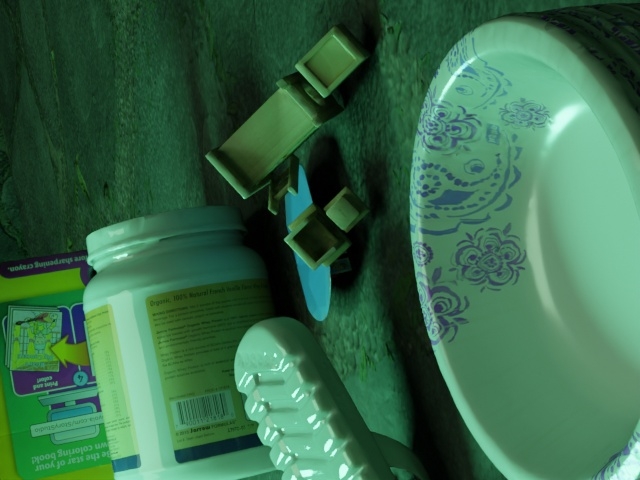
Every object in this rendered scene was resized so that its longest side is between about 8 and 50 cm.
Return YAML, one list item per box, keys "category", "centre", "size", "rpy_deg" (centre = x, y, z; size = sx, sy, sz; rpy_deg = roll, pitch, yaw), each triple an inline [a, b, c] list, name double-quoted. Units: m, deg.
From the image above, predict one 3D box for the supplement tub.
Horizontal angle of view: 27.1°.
- category: "supplement tub"
  centre: [-0.158, 0.132, 1.590]
  size: [0.228, 0.228, 0.316]
  rpy_deg: [151, 109, -68]

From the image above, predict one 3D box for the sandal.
- category: "sandal"
  centre: [0.057, 0.253, 1.261]
  size: [0.169, 0.102, 0.416]
  rpy_deg: [-33, 80, 52]

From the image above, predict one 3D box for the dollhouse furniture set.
- category: "dollhouse furniture set"
  centre: [0.017, -0.092, 1.290]
  size: [0.161, 0.182, 0.101]
  rpy_deg: [47, -161, 0]

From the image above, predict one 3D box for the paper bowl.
- category: "paper bowl"
  centre: [0.176, 0.006, 0.767]
  size: [0.284, 0.148, 0.284]
  rpy_deg: [172, 90, -70]

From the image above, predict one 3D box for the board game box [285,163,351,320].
- category: "board game box"
  centre: [0.000, 0.000, 1.398]
  size: [0.133, 0.033, 0.169]
  rpy_deg: [111, 147, -64]

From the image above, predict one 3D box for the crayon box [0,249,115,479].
- category: "crayon box"
  centre: [-0.279, 0.167, 1.731]
  size: [0.106, 0.362, 0.313]
  rpy_deg: [169, 93, -70]
